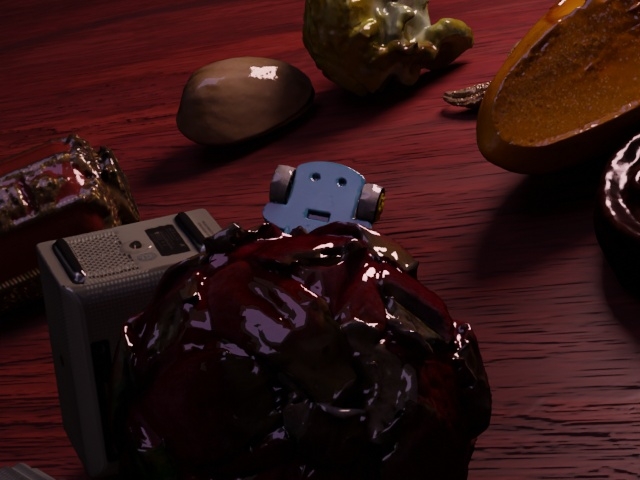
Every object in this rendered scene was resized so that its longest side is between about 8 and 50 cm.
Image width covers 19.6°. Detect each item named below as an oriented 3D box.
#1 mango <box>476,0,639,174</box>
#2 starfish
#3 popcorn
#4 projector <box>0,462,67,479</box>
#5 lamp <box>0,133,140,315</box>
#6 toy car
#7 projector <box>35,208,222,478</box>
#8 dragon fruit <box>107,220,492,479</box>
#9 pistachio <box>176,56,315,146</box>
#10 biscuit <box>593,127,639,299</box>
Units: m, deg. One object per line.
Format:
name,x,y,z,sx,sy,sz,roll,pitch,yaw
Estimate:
mango,0.302,-0.180,2.008,0.350,0.199,0.201,-40,51,-23
starfish,0.257,-0.199,2.229,0.240,0.043,0.227,-12,26,27
popcorn,0.086,-0.275,2.366,0.212,0.198,0.198,26,44,12
projector,-0.181,0.295,1.487,0.099,0.192,0.257,-36,30,-24
lamp,-0.354,-0.014,2.215,0.274,0.177,0.177,-24,27,-4
toy car,0.000,0.000,2.035,0.126,0.098,0.161,10,66,11
projector,-0.164,0.108,1.789,0.177,0.242,0.163,-11,22,-16
dragon fruit,-0.025,0.140,1.541,0.329,0.329,0.329,-17,27,9
pistachio,-0.099,-0.181,2.398,0.185,0.108,0.126,-19,49,-10
biscuit,0.458,-0.069,1.794,0.407,0.091,0.407,-18,27,10
